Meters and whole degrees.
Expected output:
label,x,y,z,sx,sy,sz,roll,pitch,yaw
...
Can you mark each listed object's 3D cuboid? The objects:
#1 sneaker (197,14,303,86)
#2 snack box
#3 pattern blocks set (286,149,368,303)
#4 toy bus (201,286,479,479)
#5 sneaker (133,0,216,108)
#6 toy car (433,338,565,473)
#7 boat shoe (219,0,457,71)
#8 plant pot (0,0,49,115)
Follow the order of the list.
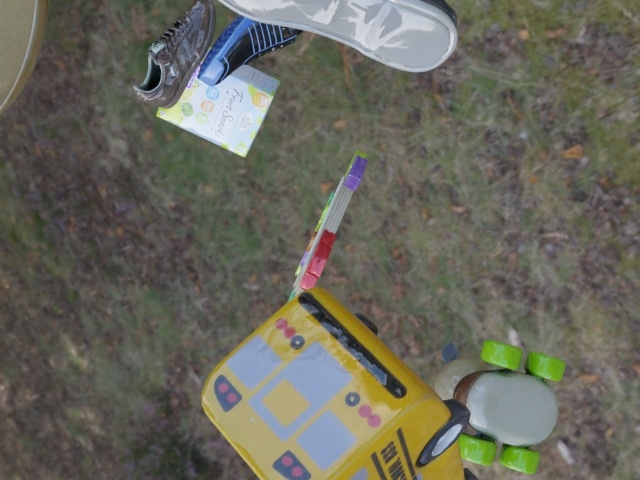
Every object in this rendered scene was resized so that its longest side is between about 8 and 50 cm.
label,x,y,z,sx,sy,sz,roll,pitch,yaw
sneaker,-0.089,-0.316,1.380,0.090,0.232,0.081,38,-170,-23
snack box,-0.210,-0.291,1.837,0.207,0.070,0.175,24,131,-7
pattern blocks set,0.000,0.000,1.235,0.026,0.286,0.325,24,150,-1
toy bus,0.031,0.157,0.659,0.108,0.130,0.333,42,166,28
sneaker,-0.226,-0.295,1.392,0.066,0.071,0.189,37,107,41
toy car,0.216,0.210,1.230,0.188,0.148,0.155,12,85,62
boat shoe,-0.010,-0.273,0.904,0.112,0.335,0.096,-50,30,37
plant pot,-0.320,-0.215,0.830,0.236,0.032,0.237,1,91,38
